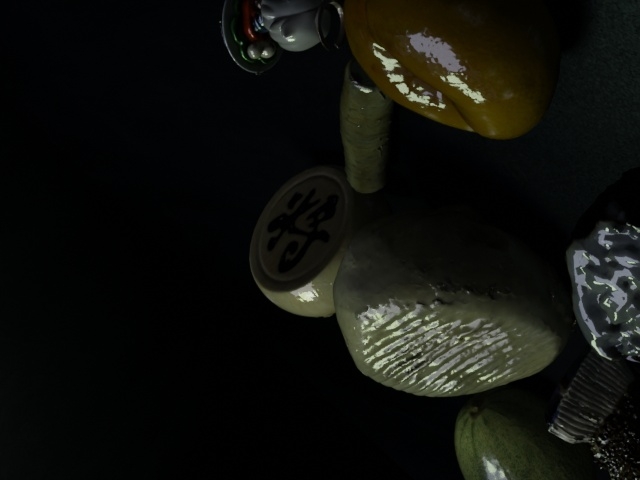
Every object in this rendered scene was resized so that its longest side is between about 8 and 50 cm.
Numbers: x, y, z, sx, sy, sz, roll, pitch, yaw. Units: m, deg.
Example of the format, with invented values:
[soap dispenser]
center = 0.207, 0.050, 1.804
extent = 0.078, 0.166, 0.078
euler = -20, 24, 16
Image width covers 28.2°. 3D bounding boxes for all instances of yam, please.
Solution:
[yam]
center = 0.066, -0.160, 1.795
extent = 0.083, 0.083, 0.371
euler = 35, 164, 11

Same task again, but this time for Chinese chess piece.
[Chinese chess piece]
center = 0.000, 0.000, 2.085
extent = 0.104, 0.257, 0.257
euler = 32, 172, -38

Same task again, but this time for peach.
[peach]
center = 0.140, -0.208, 1.347
extent = 0.251, 0.153, 0.251
euler = 42, 167, 12

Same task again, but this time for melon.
[melon]
center = 0.395, 0.420, 2.470
extent = 0.329, 0.248, 0.248
euler = 52, 161, -24

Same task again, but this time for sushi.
[sushi]
center = 0.425, 0.020, 1.286
extent = 0.348, 0.207, 0.234
euler = 18, 131, 24

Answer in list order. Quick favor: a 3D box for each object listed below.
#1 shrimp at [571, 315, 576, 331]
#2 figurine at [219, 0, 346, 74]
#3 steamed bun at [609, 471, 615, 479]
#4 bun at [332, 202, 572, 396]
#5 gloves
[shrimp]
center = 0.350, 0.113, 2.063
extent = 0.180, 0.041, 0.099
euler = 17, 140, 57
[figurine]
center = -0.034, -0.277, 1.633
extent = 0.154, 0.132, 0.132
euler = 6, 148, 39
[steamed bun]
center = 0.597, 0.437, 2.222
extent = 0.170, 0.152, 0.238
euler = 20, 154, 52
[bun]
center = 0.194, 0.091, 1.912
extent = 0.362, 0.234, 0.326
euler = 10, 136, -9
[gloves]
center = 0.497, 0.306, 1.955
extent = 0.312, 0.210, 0.135
euler = 35, 142, 6
